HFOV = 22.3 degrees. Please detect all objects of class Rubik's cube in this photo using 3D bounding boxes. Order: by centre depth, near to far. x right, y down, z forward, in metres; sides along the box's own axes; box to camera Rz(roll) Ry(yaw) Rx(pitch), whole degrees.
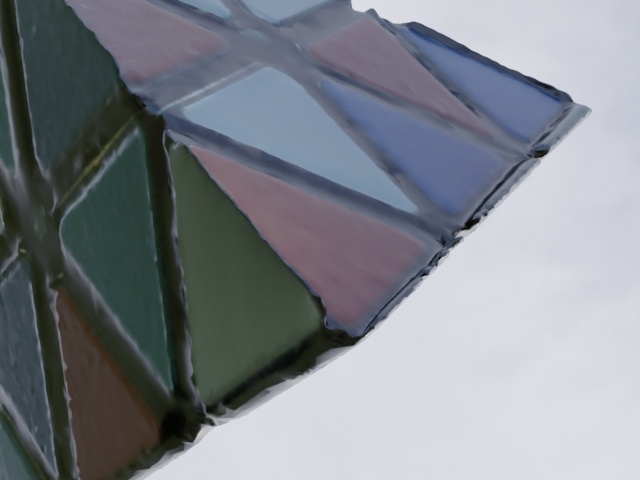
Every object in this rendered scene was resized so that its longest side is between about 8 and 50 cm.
[{"bbox_3d":[0.000,0.000,0.575,0.284,0.234,0.250,44,-45,38],"label":"Rubik's cube"}]
